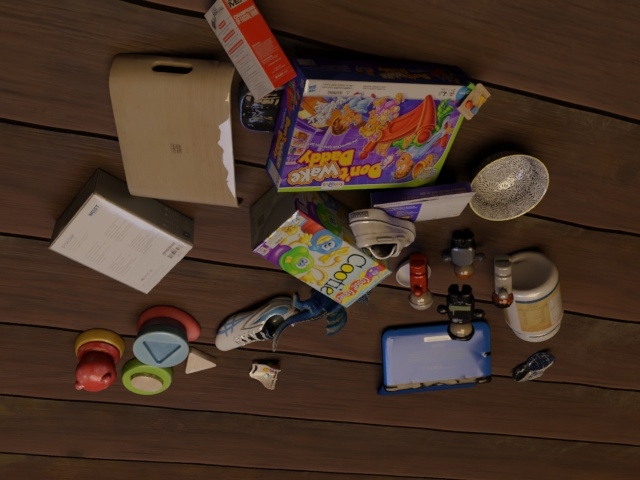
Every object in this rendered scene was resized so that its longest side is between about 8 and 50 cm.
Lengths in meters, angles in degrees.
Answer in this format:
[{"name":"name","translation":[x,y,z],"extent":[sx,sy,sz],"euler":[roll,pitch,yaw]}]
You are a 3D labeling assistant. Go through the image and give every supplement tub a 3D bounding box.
[{"name":"supplement tub","translation":[0.510,0.139,1.639],"extent":[0.144,0.144,0.200],"euler":[-18,132,8]}]

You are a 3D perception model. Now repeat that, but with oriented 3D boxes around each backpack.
[{"name":"backpack","translation":[-0.095,-0.252,1.243],"extent":[0.114,0.084,0.105],"euler":[-2,133,-15]}]

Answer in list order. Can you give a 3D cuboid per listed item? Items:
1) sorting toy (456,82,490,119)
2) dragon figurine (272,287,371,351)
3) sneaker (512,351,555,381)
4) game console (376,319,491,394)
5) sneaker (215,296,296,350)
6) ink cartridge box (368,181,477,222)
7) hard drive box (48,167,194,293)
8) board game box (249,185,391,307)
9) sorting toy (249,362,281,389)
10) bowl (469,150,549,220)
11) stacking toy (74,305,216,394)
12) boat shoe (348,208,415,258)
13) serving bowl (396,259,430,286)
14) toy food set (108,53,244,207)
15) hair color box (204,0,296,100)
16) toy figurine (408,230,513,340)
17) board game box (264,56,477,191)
[{"name":"sorting toy","translation":[0.277,-0.257,1.235],"extent":[0.062,0.012,0.083],"euler":[-49,147,13]},{"name":"dragon figurine","translation":[0.014,0.157,1.548],"extent":[0.144,0.289,0.085],"euler":[23,133,23]},{"name":"sneaker","translation":[0.613,0.361,1.923],"extent":[0.058,0.052,0.135],"euler":[22,133,-37]},{"name":"game console","translation":[0.303,0.329,1.858],"extent":[0.293,0.173,0.250],"euler":[-5,101,-5]},{"name":"sneaker","translation":[-0.163,0.216,1.652],"extent":[0.237,0.086,0.085],"euler":[-29,131,19]},{"name":"ink cartridge box","translation":[0.203,-0.079,1.394],"extent":[0.206,0.045,0.208],"euler":[-7,170,0]},{"name":"hard drive box","translation":[-0.410,-0.013,1.409],"extent":[0.232,0.089,0.181],"euler":[32,120,-31]},{"name":"board game box","translation":[0.000,0.000,1.443],"extent":[0.275,0.144,0.142],"euler":[33,119,-32]},{"name":"sorting toy","translation":[-0.149,0.351,1.805],"extent":[0.075,0.045,0.083],"euler":[13,129,-9]},{"name":"bowl","translation":[0.384,-0.132,1.423],"extent":[0.170,0.080,0.170],"euler":[-4,132,-5]},{"name":"stacking toy","translation":[-0.427,0.317,1.673],"extent":[0.309,0.130,0.279],"euler":[-23,130,13]},{"name":"boat shoe","translation":[0.129,-0.002,1.403],"extent":[0.095,0.084,0.258],"euler":[-11,167,30]},{"name":"serving bowl","translation":[0.220,0.072,1.616],"extent":[0.083,0.027,0.083],"euler":[-4,132,-4]},{"name":"toy food set","translation":[-0.259,-0.198,1.272],"extent":[0.219,0.092,0.306],"euler":[7,131,6]},{"name":"hair color box","translation":[-0.117,-0.325,1.123],"extent":[0.053,0.093,0.167],"euler":[-38,104,-21]},{"name":"toy figurine","translation":[0.318,0.101,1.520],"extent":[0.209,0.213,0.148],"euler":[-29,130,-23]},{"name":"board game box","translation":[0.091,-0.209,1.254],"extent":[0.347,0.078,0.233],"euler":[-5,134,-26]}]
